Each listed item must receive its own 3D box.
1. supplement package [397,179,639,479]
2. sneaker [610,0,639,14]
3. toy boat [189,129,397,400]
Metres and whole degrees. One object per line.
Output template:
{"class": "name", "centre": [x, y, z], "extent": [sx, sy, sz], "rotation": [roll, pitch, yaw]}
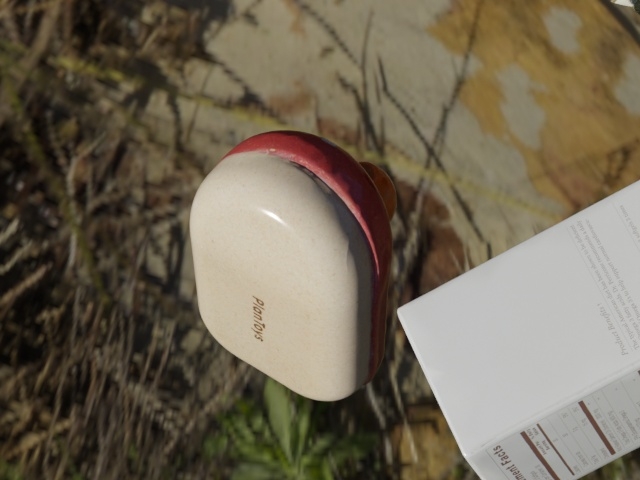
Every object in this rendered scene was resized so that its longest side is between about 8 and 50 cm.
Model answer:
{"class": "supplement package", "centre": [0.153, 0.058, 1.089], "extent": [0.179, 0.105, 0.105], "rotation": [-28, 147, 7]}
{"class": "sneaker", "centre": [0.290, -0.199, 1.500], "extent": [0.086, 0.192, 0.064], "rotation": [25, 93, -3]}
{"class": "toy boat", "centre": [0.000, 0.000, 1.381], "extent": [0.151, 0.151, 0.231], "rotation": [30, 151, 17]}
